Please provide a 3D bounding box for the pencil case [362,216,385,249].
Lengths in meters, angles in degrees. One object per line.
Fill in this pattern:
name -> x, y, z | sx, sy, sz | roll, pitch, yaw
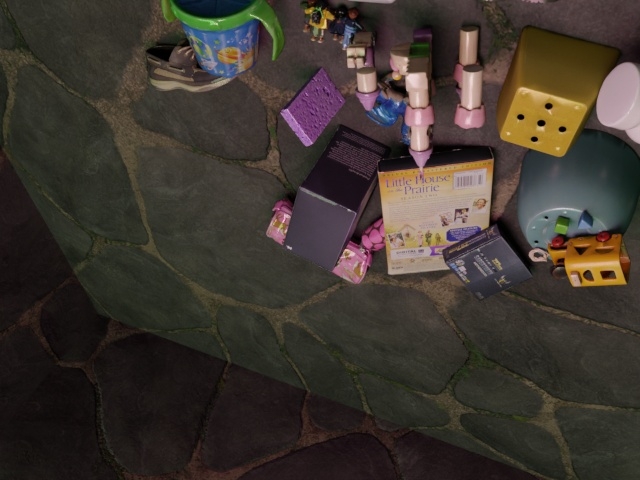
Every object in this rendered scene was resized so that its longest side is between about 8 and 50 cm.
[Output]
pencil case -> 0.229, -0.034, 1.874 | 0.098, 0.095, 0.209 | 6, 158, -34

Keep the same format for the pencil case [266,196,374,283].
pencil case -> 0.000, 0.000, 2.004 | 0.386, 0.160, 0.167 | 28, 110, 4

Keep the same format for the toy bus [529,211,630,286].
toy bus -> 0.594, 0.054, 1.327 | 0.191, 0.104, 0.202 | 26, 142, 6

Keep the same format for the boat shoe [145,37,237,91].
boat shoe -> -0.378, -0.514, 1.688 | 0.356, 0.132, 0.130 | 4, 136, 29

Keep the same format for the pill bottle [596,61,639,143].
pill bottle -> 0.717, -0.259, 1.151 | 0.302, 0.169, 0.169 | 10, 144, -10

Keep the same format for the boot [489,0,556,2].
boot -> 0.394, -0.563, 1.182 | 0.198, 0.076, 0.137 | 5, 133, 10

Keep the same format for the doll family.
doll family -> 0.030, -0.542, 1.440 | 0.193, 0.076, 0.111 | 18, 137, 8

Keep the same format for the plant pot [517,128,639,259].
plant pot -> 0.620, -0.087, 1.431 | 0.293, 0.235, 0.293 | 19, 141, 16

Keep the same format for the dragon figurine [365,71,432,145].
dragon figurine -> 0.177, -0.358, 1.536 | 0.289, 0.085, 0.144 | 29, 142, -1

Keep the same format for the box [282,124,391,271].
box -> 0.046, -0.119, 1.723 | 0.183, 0.294, 0.296 | 26, 143, 5

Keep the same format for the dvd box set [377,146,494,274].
dvd box set -> 0.331, -0.070, 1.689 | 0.308, 0.062, 0.420 | -7, 135, 6

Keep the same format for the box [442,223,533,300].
box -> 0.502, 0.072, 1.750 | 0.183, 0.059, 0.233 | -29, 129, 23

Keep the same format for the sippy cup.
sippy cup -> -0.251, -0.554, 1.502 | 0.305, 0.240, 0.224 | 59, 166, 27

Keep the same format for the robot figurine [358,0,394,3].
robot figurine -> 0.080, -0.615, 1.213 | 0.354, 0.199, 0.300 | 12, 164, 23

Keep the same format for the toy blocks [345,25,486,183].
toy blocks -> 0.218, -0.318, 1.352 | 0.309, 0.288, 0.260 | 1, 131, 12

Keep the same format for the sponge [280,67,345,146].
sponge -> -0.017, -0.359, 1.560 | 0.031, 0.210, 0.117 | -12, 125, 44

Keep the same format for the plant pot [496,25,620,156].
plant pot -> 0.505, -0.312, 1.290 | 0.212, 0.187, 0.212 | 20, 141, 12
